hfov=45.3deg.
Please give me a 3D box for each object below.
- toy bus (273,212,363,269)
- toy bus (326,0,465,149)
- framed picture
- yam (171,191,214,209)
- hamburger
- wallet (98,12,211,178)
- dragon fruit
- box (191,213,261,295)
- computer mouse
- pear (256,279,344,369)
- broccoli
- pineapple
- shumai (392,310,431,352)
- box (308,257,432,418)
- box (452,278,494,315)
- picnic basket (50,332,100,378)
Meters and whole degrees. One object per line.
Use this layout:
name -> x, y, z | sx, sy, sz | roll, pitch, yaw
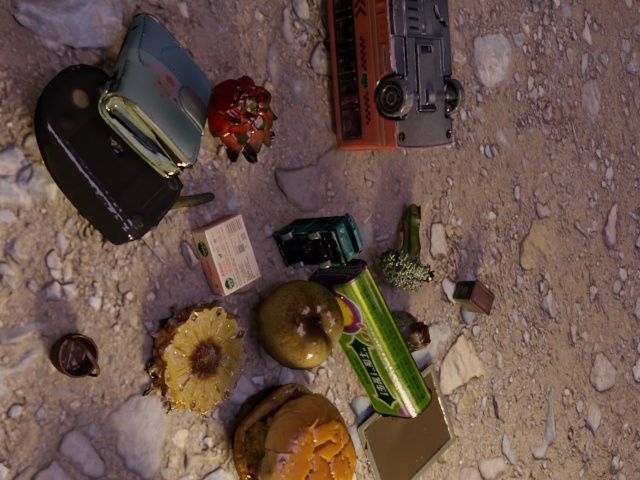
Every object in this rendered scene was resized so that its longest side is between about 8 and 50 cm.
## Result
toy bus -> 0.000, 0.000, 1.435 | 0.091, 0.160, 0.079 | -36, 113, -39
toy bus -> 0.139, -0.392, 1.530 | 0.203, 0.233, 0.427 | -10, 98, -43
framed picture -> 0.195, 0.431, 1.705 | 0.273, 0.016, 0.217 | -31, 110, -38
yam -> -0.273, -0.055, 1.278 | 0.234, 0.029, 0.027 | -18, 129, -43
hamburger -> -0.042, 0.385, 1.387 | 0.244, 0.163, 0.245 | 4, 85, -43
wallet -> -0.250, -0.226, 1.190 | 0.176, 0.075, 0.250 | 49, 26, -34
dragon fruit -> -0.136, -0.218, 1.347 | 0.130, 0.121, 0.142 | -13, 128, -11
box -> -0.166, 0.024, 1.360 | 0.089, 0.043, 0.125 | -27, 107, -40
computer mouse -> -0.336, -0.125, 1.162 | 0.269, 0.100, 0.170 | 59, 41, -22
pear -> -0.035, 0.153, 1.415 | 0.167, 0.136, 0.167 | 10, 68, -28
broccoli -> 0.191, 0.013, 1.665 | 0.122, 0.118, 0.204 | 30, 53, -27
pineapple -> -0.208, 0.204, 1.317 | 0.221, 0.047, 0.221 | -1, 91, -42
shumai -> 0.188, 0.212, 1.654 | 0.099, 0.087, 0.124 | 46, 62, -34
box -> 0.106, 0.201, 1.549 | 0.097, 0.134, 0.346 | -44, 117, -36
box -> 0.366, 0.137, 1.837 | 0.084, 0.063, 0.060 | 37, 63, -35
picnic basket -> -0.359, 0.174, 1.151 | 0.072, 0.083, 0.072 | 1, 88, -42
